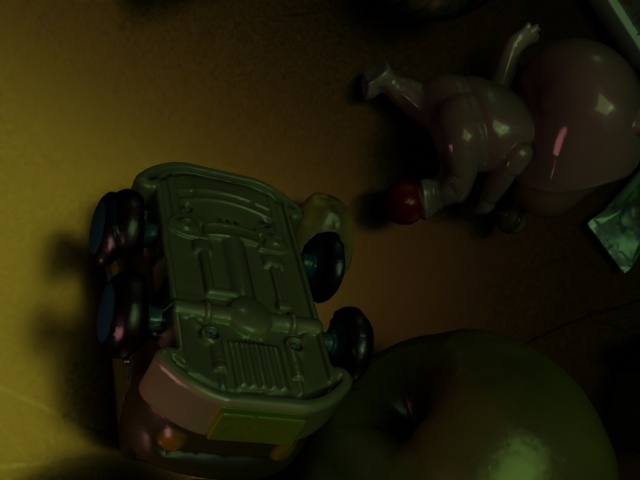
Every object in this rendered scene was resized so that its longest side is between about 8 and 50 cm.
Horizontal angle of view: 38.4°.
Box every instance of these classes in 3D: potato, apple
[{"bbox_3d":[0.000,0.000,0.843,0.068,0.062,0.083,9,104,-53],"label":"potato"},{"bbox_3d":[0.114,0.205,0.777,0.262,0.262,0.262,3,82,-25],"label":"apple"}]

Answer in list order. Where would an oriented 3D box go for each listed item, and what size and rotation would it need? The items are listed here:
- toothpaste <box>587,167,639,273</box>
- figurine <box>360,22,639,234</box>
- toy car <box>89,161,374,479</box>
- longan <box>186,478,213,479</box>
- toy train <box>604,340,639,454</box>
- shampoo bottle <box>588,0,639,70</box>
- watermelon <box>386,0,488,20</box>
[{"bbox_3d":[0.413,-0.089,1.063,0.297,0.048,0.075,-45,103,-20],"label":"toothpaste"},{"bbox_3d":[0.188,-0.104,0.917,0.287,0.176,0.186,-9,130,-11],"label":"figurine"},{"bbox_3d":[-0.095,0.081,0.724,0.204,0.198,0.248,11,41,-26],"label":"toy car"},{"bbox_3d":[-0.121,0.335,0.634,0.288,0.288,0.350,37,82,-17],"label":"longan"},{"bbox_3d":[0.422,0.188,1.011,0.225,0.090,0.137,22,82,-22],"label":"toy train"},{"bbox_3d":[0.373,-0.239,1.062,0.080,0.040,0.165,-41,100,-26],"label":"shampoo bottle"},{"bbox_3d":[0.121,-0.283,0.865,0.140,0.187,0.141,1,85,-15],"label":"watermelon"}]
